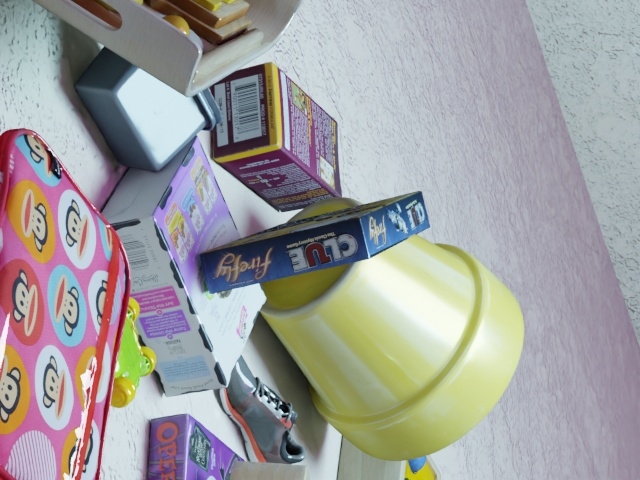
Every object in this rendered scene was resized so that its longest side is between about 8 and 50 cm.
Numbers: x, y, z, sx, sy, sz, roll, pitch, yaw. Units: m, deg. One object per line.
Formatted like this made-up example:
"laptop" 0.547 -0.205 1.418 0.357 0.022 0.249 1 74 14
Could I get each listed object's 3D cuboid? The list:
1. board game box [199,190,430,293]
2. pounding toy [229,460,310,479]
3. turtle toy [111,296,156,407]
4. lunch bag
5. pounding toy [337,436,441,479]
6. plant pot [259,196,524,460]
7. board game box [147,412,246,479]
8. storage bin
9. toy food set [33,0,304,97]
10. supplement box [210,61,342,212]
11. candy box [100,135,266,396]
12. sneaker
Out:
"board game box" 0.000 0.000 1.812 0.243 0.165 0.042 -23 99 -71
"pounding toy" -0.066 0.286 1.689 0.130 0.100 0.141 80 17 -44
"turtle toy" -0.195 0.087 1.588 0.095 0.066 0.130 -60 134 -69
"lunch bag" -0.239 0.088 1.415 0.258 0.120 0.293 60 29 -50
"pounding toy" 0.102 0.288 2.240 0.206 0.094 0.181 -81 152 -42
"plant pot" 0.059 0.081 2.053 0.239 0.254 0.254 43 38 -33
"board game box" -0.104 0.360 1.723 0.208 0.056 0.346 43 40 -52
"storage bin" -0.174 -0.136 1.747 0.091 0.098 0.135 -51 134 -29
"toy food set" -0.151 -0.245 1.659 0.092 0.220 0.306 -61 173 23
"supplement box" -0.048 -0.113 2.066 0.188 0.081 0.104 38 44 -60
"candy box" -0.134 0.025 1.780 0.165 0.070 0.196 -68 141 -57
"sneaker" -0.057 0.173 1.916 0.061 0.065 0.158 -73 146 -52
